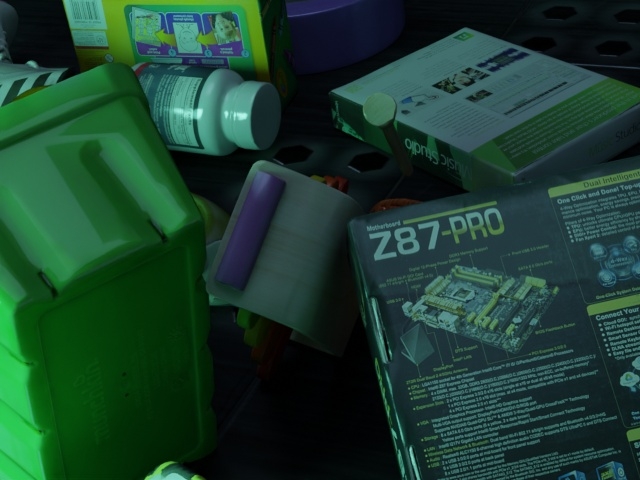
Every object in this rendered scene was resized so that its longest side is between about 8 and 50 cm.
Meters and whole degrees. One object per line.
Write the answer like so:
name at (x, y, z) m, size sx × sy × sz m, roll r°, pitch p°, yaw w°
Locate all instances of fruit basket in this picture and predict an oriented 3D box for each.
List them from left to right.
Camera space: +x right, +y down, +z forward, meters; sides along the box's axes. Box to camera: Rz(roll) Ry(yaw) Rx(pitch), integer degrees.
fruit basket at (-0.245, 0.009, 1.211) m, size 0.283 × 0.392 × 0.392 m, roll -27°, pitch 36°, yaw -26°

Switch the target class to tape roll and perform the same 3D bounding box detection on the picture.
tape roll at (-0.022, -0.330, 1.953) m, size 0.275 × 0.090 × 0.275 m, roll -6°, pitch 33°, yaw 4°

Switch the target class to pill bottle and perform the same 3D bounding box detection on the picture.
pill bottle at (-0.145, -0.158, 1.693) m, size 0.180 × 0.108 × 0.108 m, roll 8°, pitch 36°, yaw 24°

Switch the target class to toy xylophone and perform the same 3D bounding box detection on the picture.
toy xylophone at (0.000, 0.000, 1.224) m, size 0.081 × 0.322 × 0.236 m, roll 20°, pitch 76°, yaw 12°

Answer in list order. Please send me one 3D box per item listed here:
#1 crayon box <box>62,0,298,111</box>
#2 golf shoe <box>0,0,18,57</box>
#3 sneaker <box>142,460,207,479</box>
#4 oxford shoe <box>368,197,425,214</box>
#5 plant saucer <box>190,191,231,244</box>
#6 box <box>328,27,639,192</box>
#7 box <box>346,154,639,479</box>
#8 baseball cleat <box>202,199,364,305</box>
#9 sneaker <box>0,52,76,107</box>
crayon box at (-0.179, -0.254, 1.801) m, size 0.278 × 0.165 × 0.081 m, roll 4°, pitch 34°, yaw 19°
golf shoe at (-0.457, -0.222, 1.892) m, size 0.140 × 0.115 × 0.306 m, roll 8°, pitch 43°, yaw 11°
sneaker at (-0.035, 0.287, 0.889) m, size 0.147 × 0.145 × 0.385 m, roll -47°, pitch 46°, yaw 0°
oxford shoe at (0.155, 0.053, 1.308) m, size 0.133 × 0.130 × 0.364 m, roll 11°, pitch 12°, yaw -33°
plant saucer at (-0.206, 0.003, 1.522) m, size 0.241 × 0.037 × 0.241 m, roll -7°, pitch 32°, yaw 4°
box at (0.198, -0.151, 1.646) m, size 0.232 × 0.058 × 0.322 m, roll -28°, pitch 35°, yaw -27°
box at (0.242, 0.096, 1.058) m, size 0.395 × 0.097 × 0.318 m, roll -13°, pitch 69°, yaw -4°
baseball cleat at (-0.047, 0.014, 1.449) m, size 0.206 × 0.072 × 0.109 m, roll -20°, pitch -1°, yaw 5°
sneaker at (-0.436, -0.182, 1.685) m, size 0.257 × 0.169 × 0.447 m, roll -2°, pitch 35°, yaw -22°
